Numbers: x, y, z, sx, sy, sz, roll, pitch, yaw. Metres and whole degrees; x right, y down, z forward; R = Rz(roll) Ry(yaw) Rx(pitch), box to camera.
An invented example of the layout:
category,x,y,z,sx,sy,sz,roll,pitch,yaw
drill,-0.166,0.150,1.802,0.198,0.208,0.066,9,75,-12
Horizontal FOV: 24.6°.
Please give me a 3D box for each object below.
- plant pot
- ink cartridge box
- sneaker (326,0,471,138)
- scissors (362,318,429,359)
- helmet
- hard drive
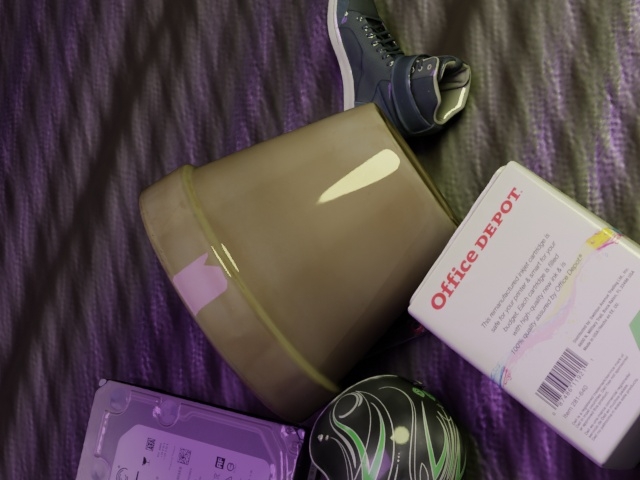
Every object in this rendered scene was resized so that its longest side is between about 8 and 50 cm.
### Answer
category,x,y,z,sx,sy,sz,roll,pitch,yaw
plant pot,0.000,0.000,1.666,0.280,0.323,0.323,-34,62,8
ink cartridge box,0.264,0.078,1.552,0.278,0.117,0.201,39,100,28
sneaker,0.096,-0.227,1.756,0.163,0.086,0.226,-17,80,41
scissors,0.130,0.085,1.717,0.297,0.021,0.109,-13,75,32
helmet,0.081,0.249,1.625,0.169,0.169,0.161,-47,44,16
hard drive,-0.165,0.317,1.833,0.339,0.064,0.237,10,85,36
